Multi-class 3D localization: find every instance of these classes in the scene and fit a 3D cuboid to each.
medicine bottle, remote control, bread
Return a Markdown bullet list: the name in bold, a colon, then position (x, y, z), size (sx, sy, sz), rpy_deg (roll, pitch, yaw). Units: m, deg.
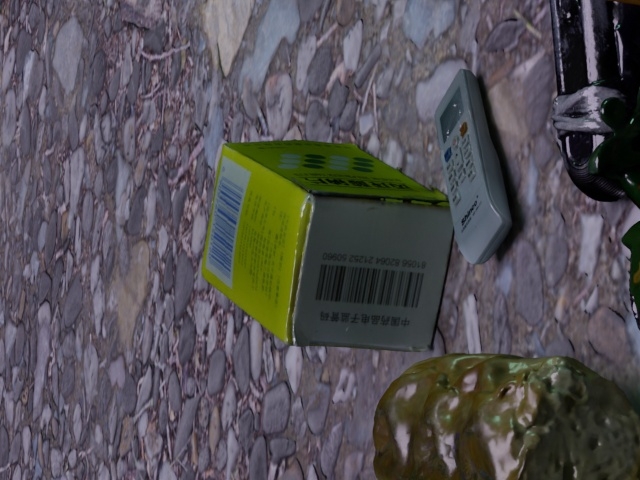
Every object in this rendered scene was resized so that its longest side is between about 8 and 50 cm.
- **medicine bottle**: position (0.000, 0.000, 1.682), size (0.250, 0.137, 0.141), rpy_deg (-145, 63, -65)
- **remote control**: position (0.122, -0.060, 1.540), size (0.061, 0.029, 0.162), rpy_deg (122, 150, -45)
- **bread**: position (0.127, 0.152, 1.354), size (0.268, 0.130, 0.152), rpy_deg (177, 89, -68)
- **remote control**: position (0.187, -0.160, 1.348), size (0.090, 0.066, 0.265), rpy_deg (160, 114, -70)

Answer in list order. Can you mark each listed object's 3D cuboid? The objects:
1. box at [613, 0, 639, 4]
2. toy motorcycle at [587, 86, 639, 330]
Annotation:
- **box**: position (0.212, -0.281, 1.024), size (0.259, 0.284, 0.213), rpy_deg (117, 148, -42)
- **toy motorcycle**: position (0.251, -0.020, 1.105), size (0.275, 0.125, 0.187), rpy_deg (180, 85, -66)
